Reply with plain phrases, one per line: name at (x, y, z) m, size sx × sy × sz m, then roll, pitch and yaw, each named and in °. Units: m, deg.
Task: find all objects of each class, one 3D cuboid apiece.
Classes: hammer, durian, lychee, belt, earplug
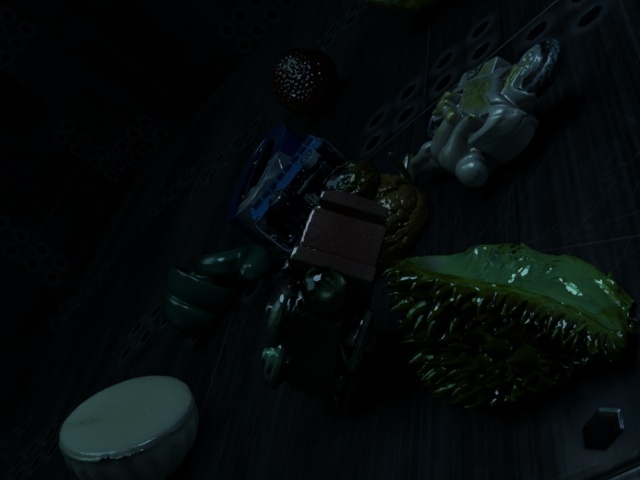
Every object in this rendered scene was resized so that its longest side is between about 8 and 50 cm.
hammer at (0.137, -0.135, 1.398) m, size 0.195 × 0.028 × 0.060 m, roll 26°, pitch -112°, yaw -75°
durian at (0.208, 0.094, 0.977) m, size 0.198 × 0.163 × 0.394 m, roll -17°, pitch 11°, yaw -25°
lychee at (-0.043, -0.431, 2.255) m, size 0.194 × 0.194 × 0.194 m, roll -43°, pitch 22°, yaw 22°
belt at (-0.111, -0.141, 2.000) m, size 0.212 × 0.117 × 0.347 m, roll -40°, pitch 22°, yaw 33°
earplug at (-0.231, 0.108, 1.839) m, size 0.257 × 0.164 × 0.280 m, roll 33°, pitch 98°, yaw 34°

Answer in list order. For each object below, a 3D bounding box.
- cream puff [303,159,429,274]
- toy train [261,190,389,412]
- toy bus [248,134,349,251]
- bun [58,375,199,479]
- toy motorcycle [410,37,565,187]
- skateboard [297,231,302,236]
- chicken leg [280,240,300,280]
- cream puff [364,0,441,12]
cream puff at (0.063, -0.051, 1.383) m, size 0.183 × 0.169 × 0.183 m, roll -42°, pitch 23°, yaw 23°
toy train at (0.012, 0.095, 1.152) m, size 0.304 × 0.150 × 0.221 m, roll 97°, pitch -169°, yaw -56°
toy bus at (-0.043, -0.103, 1.786) m, size 0.234 × 0.116 × 0.133 m, roll -50°, pitch 23°, yaw 1°
bun at (-0.342, 0.389, 1.551) m, size 0.263 × 0.175 × 0.263 m, roll -10°, pitch 23°, yaw 4°
toy motorcycle at (0.246, -0.176, 1.294) m, size 0.340 × 0.107 × 0.223 m, roll -16°, pitch 51°, yaw 67°
skateboard at (-0.006, -0.025, 1.701) m, size 0.083 × 0.032 × 0.064 m, roll -43°, pitch 32°, yaw 15°
chicken leg at (-0.002, -0.001, 1.617) m, size 0.219 × 0.048 × 0.089 m, roll -47°, pitch 24°, yaw 14°
cream puff at (0.260, -0.723, 2.010) m, size 0.378 × 0.275 × 0.378 m, roll -14°, pitch 71°, yaw 48°
